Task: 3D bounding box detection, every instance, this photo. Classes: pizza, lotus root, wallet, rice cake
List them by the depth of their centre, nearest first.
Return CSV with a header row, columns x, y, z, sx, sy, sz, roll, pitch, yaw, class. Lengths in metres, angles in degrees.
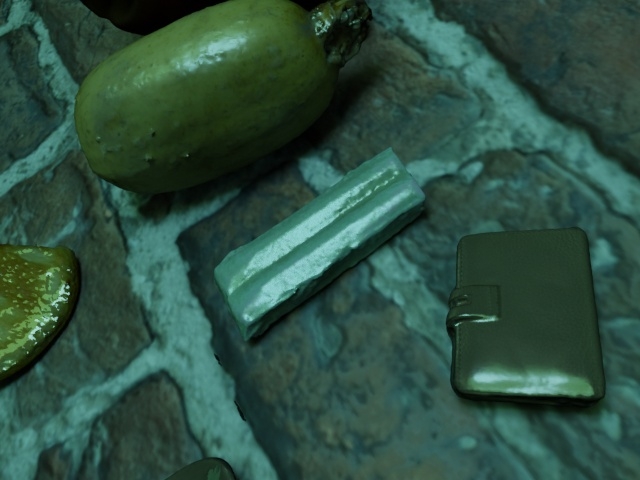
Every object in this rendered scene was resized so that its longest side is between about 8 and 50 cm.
x,y,z,sx,sy,sz,roll,pitch,yaw,class
0.162,0.059,0.483,0.117,0.039,0.153,0,57,19,wallet
0.000,0.000,0.579,0.226,0.040,0.085,-35,54,-2,rice cake
-0.099,-0.159,0.632,0.342,0.169,0.152,-21,52,8,lotus root
-0.405,0.073,0.667,0.261,0.034,0.181,10,64,10,pizza

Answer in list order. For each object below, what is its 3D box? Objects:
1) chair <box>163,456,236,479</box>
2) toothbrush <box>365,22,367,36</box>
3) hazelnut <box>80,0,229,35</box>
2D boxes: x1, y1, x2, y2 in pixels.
x,y,z,sx,sy,sz,roll,pitch,yaw,class
-0.095,0.285,0.357,0.175,0.183,0.326,-37,55,-4,chair
0.049,-0.376,0.796,0.030,0.031,0.298,6,58,-5,toothbrush
-0.137,-0.447,0.680,0.401,0.402,0.429,11,52,26,hazelnut
